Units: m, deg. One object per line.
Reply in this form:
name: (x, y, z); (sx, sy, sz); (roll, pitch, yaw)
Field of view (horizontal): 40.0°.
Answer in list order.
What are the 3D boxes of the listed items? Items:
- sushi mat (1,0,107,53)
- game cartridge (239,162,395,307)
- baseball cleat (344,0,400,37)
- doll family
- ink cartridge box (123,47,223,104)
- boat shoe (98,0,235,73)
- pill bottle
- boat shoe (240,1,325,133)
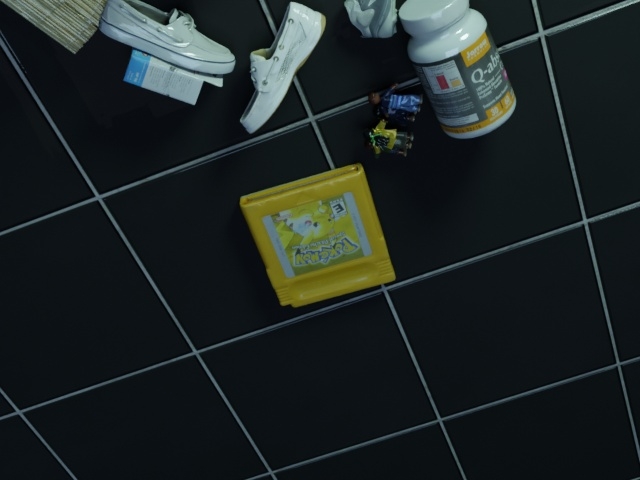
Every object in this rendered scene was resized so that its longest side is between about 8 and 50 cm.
sushi mat: (-0.543, -0.493, 1.629); (0.316, 0.019, 0.151); (36, 114, -27)
game cartridge: (0.000, 0.000, 2.010); (0.285, 0.052, 0.323); (-16, 124, 6)
baseball cleat: (0.098, -0.480, 1.669); (0.109, 0.072, 0.206); (-1, 122, 4)
doll family: (0.142, -0.247, 1.840); (0.111, 0.076, 0.193); (8, 119, -6)
ink cartridge box: (-0.285, -0.327, 1.718); (0.180, 0.104, 0.060); (18, 121, -16)
boat shoe: (-0.282, -0.399, 1.680); (0.267, 0.096, 0.088); (20, 119, -13)
pill bottle: (0.266, -0.350, 1.721); (0.162, 0.162, 0.278); (-24, 124, 11)
boat shoe: (-0.098, -0.343, 1.735); (0.096, 0.098, 0.277); (26, 110, -21)
